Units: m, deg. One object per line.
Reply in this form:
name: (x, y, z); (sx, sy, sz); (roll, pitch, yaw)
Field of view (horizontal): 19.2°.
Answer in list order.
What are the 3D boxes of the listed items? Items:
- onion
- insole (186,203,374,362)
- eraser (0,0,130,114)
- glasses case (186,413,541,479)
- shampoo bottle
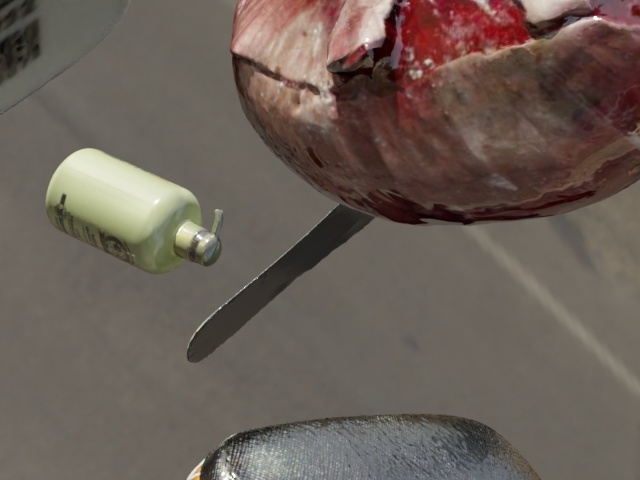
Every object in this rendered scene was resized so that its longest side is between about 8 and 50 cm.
onion: (0.066, -0.053, 0.668); (0.151, 0.206, 0.098); (40, 46, -34)
insole: (0.000, 0.000, 1.649); (0.322, 0.109, 0.007); (-40, 72, -23)
eraser: (-0.302, -0.135, 1.187); (0.150, 0.331, 0.331); (49, 33, 15)
glasses case: (0.035, 0.136, 0.911); (0.266, 0.067, 0.103); (5, 45, -54)
shampoo bottle: (-0.152, -0.018, 1.606); (0.162, 0.079, 0.079); (25, 24, 28)
